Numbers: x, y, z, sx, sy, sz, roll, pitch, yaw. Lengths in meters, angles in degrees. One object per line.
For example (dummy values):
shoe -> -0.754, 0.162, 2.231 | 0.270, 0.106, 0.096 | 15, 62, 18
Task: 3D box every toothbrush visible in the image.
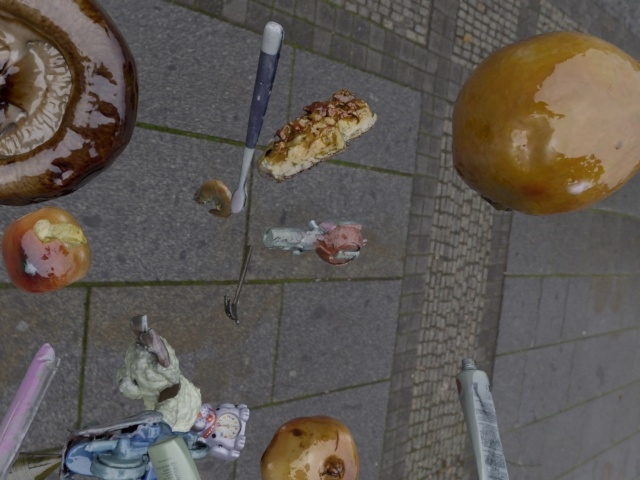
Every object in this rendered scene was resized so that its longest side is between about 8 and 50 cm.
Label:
toothbrush -> -0.080, -0.132, 0.636 | 0.024, 0.288, 0.026 | 14, 50, -7

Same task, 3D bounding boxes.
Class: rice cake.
rice cake -> -0.519, 0.301, 0.914 | 0.049, 0.055, 0.269 | 43, 37, -32

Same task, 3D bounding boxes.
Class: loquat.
loquat -> 0.387, -0.192, 0.901 | 0.329, 0.328, 0.328 | -8, 102, -40

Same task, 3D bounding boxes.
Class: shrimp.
shrimp -> -0.352, -0.130, 1.738 | 0.133, 0.236, 0.053 | 54, 54, -18

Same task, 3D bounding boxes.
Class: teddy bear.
teddy bear -> -0.516, 0.433, 1.467 | 0.375, 0.327, 0.362 | -41, 135, -7

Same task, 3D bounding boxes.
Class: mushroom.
mushroom -> -0.185, -0.085, 0.272 | 0.171, 0.080, 0.135 | 6, 107, -32

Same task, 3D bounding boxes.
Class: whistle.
whistle -> 0.001, 0.000, 1.513 | 0.346, 0.142, 0.133 | 2, 67, -36

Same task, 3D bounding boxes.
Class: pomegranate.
pomegranate -> -0.022, 0.472, 1.103 | 0.209, 0.209, 0.209 | -8, 102, -40

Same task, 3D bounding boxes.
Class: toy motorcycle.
toy motorcycle -> -0.422, 0.453, 1.195 | 0.182, 0.241, 0.319 | -56, 151, 6

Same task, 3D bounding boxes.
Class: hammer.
hammer -> -0.273, 0.137, 1.813 | 0.125, 0.027, 0.297 | 69, 25, -46

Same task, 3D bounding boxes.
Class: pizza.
pizza -> -0.006, -0.181, 0.863 | 0.305, 0.161, 0.085 | -46, 116, -49

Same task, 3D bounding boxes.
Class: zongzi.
zongzi -> -0.851, 0.722, 1.473 | 0.300, 0.138, 0.286 | -1, 81, -1

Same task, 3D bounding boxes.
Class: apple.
apple -> -0.588, 0.018, 1.134 | 0.199, 0.199, 0.199 | -8, 102, -40

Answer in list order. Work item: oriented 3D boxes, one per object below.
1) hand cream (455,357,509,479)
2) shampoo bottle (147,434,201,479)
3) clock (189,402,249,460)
hand cream -> 0.387, 0.447, 1.275 | 0.124, 0.078, 0.340 | 28, 45, -34
shampoo bottle -> -0.214, 0.421, 0.841 | 0.212, 0.072, 0.049 | 68, 15, 9
clock -> -0.379, 0.606, 1.737 | 0.254, 0.189, 0.188 | 26, 79, -24
